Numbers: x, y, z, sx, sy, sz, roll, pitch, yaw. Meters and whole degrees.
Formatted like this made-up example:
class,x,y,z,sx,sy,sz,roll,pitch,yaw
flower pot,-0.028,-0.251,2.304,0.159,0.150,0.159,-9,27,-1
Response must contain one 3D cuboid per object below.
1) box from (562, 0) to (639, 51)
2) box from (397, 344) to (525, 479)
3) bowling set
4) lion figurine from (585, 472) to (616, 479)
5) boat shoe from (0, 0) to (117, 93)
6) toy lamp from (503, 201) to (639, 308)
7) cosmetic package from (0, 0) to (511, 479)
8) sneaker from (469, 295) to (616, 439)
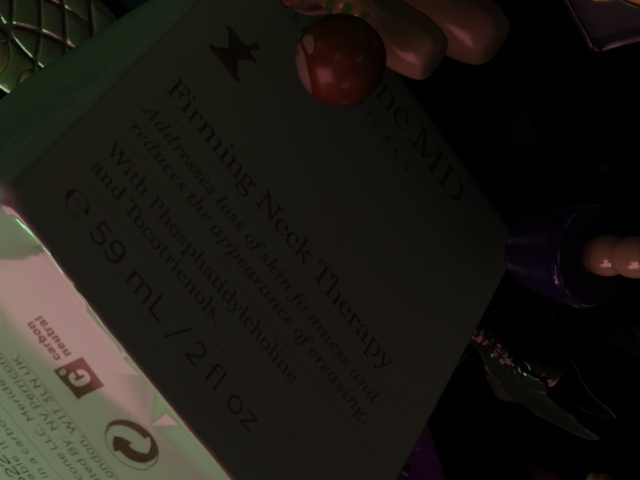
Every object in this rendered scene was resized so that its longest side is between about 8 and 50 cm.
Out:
class,x,y,z,sx,sy,sz,roll,pitch,yaw
box,0.199,-0.201,0.802,0.220,0.051,0.175,-11,122,41
box,0.078,0.173,1.484,0.184,0.103,0.261,24,147,38
bowling set,0.022,-0.190,0.962,0.154,0.200,0.287,36,148,18
lion figurine,0.174,0.316,1.320,0.392,0.240,0.142,-35,98,19
boat shoe,-0.295,-0.217,1.456,0.324,0.123,0.116,35,-174,0
toy lamp,0.237,0.015,1.073,0.274,0.080,0.080,6,134,51
cosmetic package,-0.122,0.039,1.159,0.327,0.394,0.329,-25,110,38
sneaker,0.170,0.095,1.308,0.089,0.051,0.170,8,141,48
